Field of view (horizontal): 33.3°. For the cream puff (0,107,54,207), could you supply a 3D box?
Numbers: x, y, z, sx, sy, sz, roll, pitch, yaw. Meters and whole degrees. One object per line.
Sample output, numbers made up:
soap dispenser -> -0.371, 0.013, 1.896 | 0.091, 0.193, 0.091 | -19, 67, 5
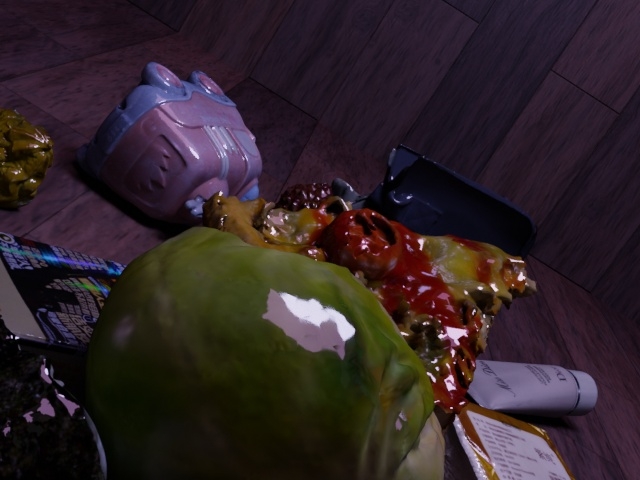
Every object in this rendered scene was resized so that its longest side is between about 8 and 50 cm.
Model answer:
cream puff -> -0.402, -0.113, 1.331 | 0.146, 0.116, 0.146 | 32, 17, -11

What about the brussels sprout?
brussels sprout -> -0.038, 0.135, 0.914 | 0.344, 0.268, 0.344 | 27, 44, -29

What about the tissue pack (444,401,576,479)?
tissue pack -> 0.225, 0.292, 1.331 | 0.226, 0.092, 0.183 | 22, 27, -37

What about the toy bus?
toy bus -> -0.208, -0.122, 1.656 | 0.232, 0.197, 0.294 | 47, 16, 14

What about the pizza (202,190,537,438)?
pizza -> 0.098, 0.040, 1.279 | 0.406, 0.130, 0.440 | -12, 41, -38

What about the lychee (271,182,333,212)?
lychee -> 0.000, 0.000, 1.719 | 0.188, 0.188, 0.188 | 31, 14, -9

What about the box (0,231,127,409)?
box -> -0.277, 0.076, 1.024 | 0.310, 0.084, 0.198 | 19, 19, -43

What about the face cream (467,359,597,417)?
face cream -> 0.341, 0.253, 1.816 | 0.314, 0.089, 0.143 | 8, 26, -36

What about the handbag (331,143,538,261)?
handbag -> 0.107, 0.041, 1.479 | 0.269, 0.325, 0.118 | 26, 11, -28

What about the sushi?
sushi -> -0.248, 0.139, 0.779 | 0.115, 0.147, 0.212 | -32, 47, -27
